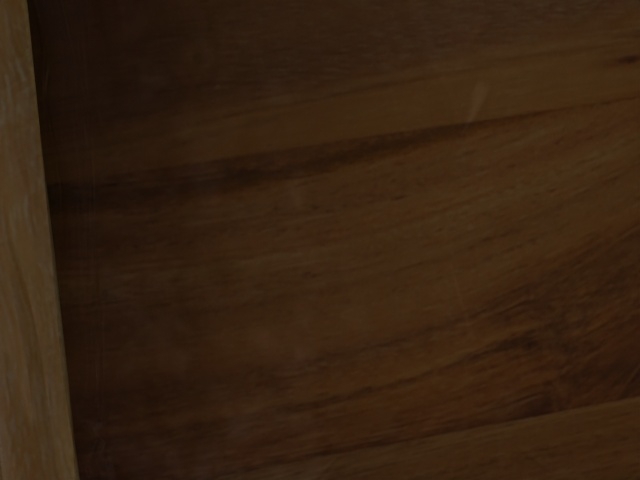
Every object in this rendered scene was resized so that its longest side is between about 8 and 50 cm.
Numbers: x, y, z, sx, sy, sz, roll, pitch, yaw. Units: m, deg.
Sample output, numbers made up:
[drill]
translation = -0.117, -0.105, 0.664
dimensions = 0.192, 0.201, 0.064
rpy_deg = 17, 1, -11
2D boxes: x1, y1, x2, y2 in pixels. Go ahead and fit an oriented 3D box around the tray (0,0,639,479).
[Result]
[tray]
translation = 0.132, -0.005, 0.413
dimensions = 0.411, 0.076, 0.203
rpy_deg = -9, -70, -14
